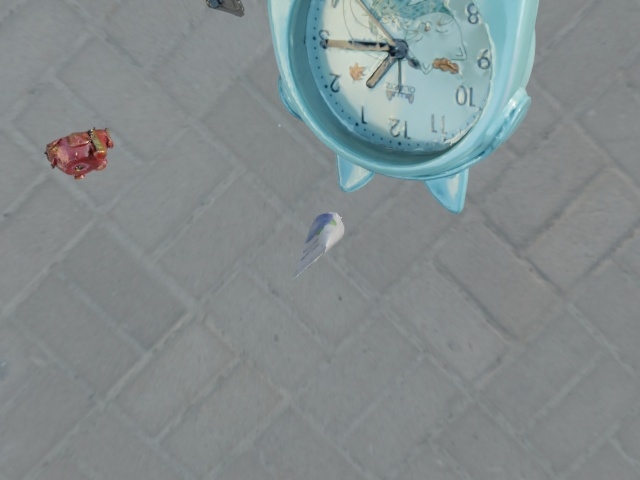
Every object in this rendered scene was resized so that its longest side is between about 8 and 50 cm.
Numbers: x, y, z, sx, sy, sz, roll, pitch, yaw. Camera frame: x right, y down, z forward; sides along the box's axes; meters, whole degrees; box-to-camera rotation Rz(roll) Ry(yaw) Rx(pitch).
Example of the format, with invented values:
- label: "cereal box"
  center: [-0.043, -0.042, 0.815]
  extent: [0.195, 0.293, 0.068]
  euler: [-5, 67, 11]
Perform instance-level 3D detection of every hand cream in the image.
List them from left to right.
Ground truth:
- label: "hand cream"
  center: [0.000, 0.000, 1.720]
  extent: [0.053, 0.142, 0.084]
  euler: [42, 125, -7]

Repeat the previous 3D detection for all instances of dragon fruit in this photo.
- label: "dragon fruit"
  center: [-0.382, -0.135, 1.739]
  extent: [0.112, 0.126, 0.068]
  euler: [-18, 91, -36]

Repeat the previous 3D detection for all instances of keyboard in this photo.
- label: "keyboard"
  center: [-0.095, -0.239, 1.014]
  extent: [0.013, 0.204, 0.061]
  euler: [-22, 98, 6]

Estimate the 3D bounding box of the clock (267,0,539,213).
- label: "clock"
  center: [0.068, -0.161, 0.875]
  extent: [0.223, 0.094, 0.274]
  euler: [14, 120, 26]
